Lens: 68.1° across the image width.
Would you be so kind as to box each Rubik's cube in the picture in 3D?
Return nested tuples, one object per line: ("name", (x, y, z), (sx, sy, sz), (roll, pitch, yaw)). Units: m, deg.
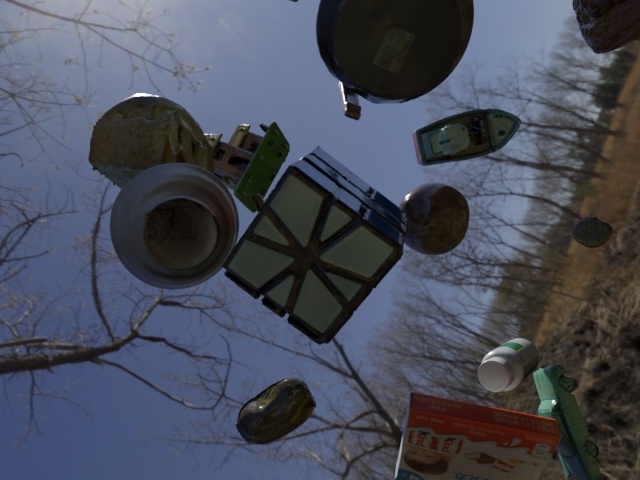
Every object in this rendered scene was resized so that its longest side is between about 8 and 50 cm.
("Rubik's cube", (0.000, 0.000, 1.052), (0.294, 0.288, 0.283), (-50, 4, 24))

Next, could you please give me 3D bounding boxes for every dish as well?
("dish", (-0.334, -0.021, 1.124), (0.315, 0.106, 0.317), (-6, -74, -21))

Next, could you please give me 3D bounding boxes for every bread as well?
("bread", (-0.446, -0.244, 1.382), (0.395, 0.238, 0.264), (54, -139, -69))

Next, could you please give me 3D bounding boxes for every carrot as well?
("carrot", (-0.152, -0.067, 1.383), (0.042, 0.171, 0.042), (-29, -15, -9))

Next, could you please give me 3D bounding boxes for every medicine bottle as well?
("medicine bottle", (0.443, 0.292, 1.114), (0.260, 0.095, 0.095), (4, -78, -56))

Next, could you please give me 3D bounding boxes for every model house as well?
("model house", (-0.344, -0.329, 1.702), (0.301, 0.323, 0.340), (-64, -21, -9))

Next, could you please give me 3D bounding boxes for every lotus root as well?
("lotus root", (-0.149, 0.575, 1.587), (0.274, 0.160, 0.152), (-28, -44, 0))

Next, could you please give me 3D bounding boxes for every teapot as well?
("teapot", (0.134, -0.462, 1.032), (0.362, 0.305, 0.376), (-88, 19, -49))

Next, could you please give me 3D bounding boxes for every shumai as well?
("shumai", (0.644, -0.016, 1.130), (0.080, 0.083, 0.082), (29, -138, -61))

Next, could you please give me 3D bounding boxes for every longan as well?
("longan", (0.440, -0.083, 1.839), (0.297, 0.297, 0.298), (-36, -46, -48))

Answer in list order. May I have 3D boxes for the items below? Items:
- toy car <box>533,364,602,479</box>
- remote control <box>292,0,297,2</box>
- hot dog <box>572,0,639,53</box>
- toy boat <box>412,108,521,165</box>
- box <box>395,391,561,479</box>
("toy car", (0.716, 0.535, 1.399), (0.141, 0.097, 0.321), (91, 168, -69))
("remote control", (-0.161, -0.754, 1.343), (0.038, 0.233, 0.098), (-55, -19, -34))
("hot dog", (0.465, -0.358, 0.594), (0.122, 0.272, 0.196), (42, -140, -36))
("toy boat", (0.456, -0.322, 1.453), (0.133, 0.331, 0.145), (-155, 50, -78))
("box", (0.298, 0.427, 0.952), (0.048, 0.272, 0.265), (-70, -16, -52))
